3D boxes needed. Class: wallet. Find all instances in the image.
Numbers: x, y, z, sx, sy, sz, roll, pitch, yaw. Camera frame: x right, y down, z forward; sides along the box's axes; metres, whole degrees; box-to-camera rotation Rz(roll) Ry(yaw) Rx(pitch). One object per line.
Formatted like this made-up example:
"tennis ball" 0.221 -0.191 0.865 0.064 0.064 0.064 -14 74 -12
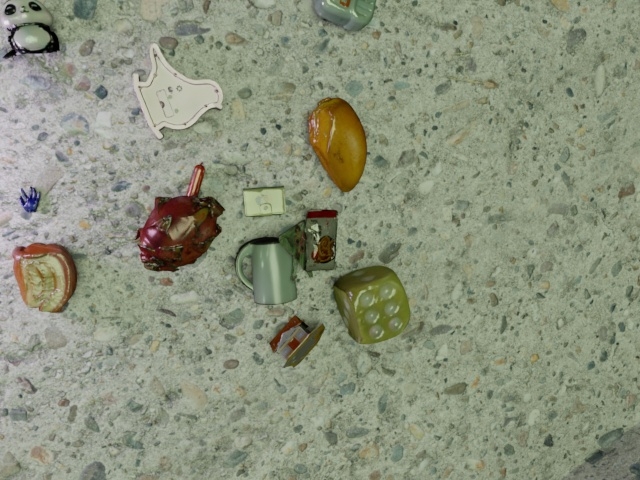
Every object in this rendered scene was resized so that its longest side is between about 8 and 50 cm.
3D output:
"wallet" -0.208 -0.143 1.829 0.155 0.039 0.110 -5 96 -14

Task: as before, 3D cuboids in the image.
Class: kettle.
"kettle" -0.202 0.105 1.808 0.221 0.161 0.236 -4 99 -4

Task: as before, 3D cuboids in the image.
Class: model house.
"model house" -0.097 0.364 1.889 0.136 0.207 0.219 39 88 21

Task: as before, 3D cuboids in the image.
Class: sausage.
"sausage" -0.444 -0.212 1.755 0.048 0.050 0.145 20 95 25

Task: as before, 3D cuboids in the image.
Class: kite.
"kite" -0.079 0.035 1.825 0.323 0.013 0.267 54 39 -50

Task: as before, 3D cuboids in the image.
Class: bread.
"bread" -0.918 0.130 1.653 0.190 0.123 0.244 -11 102 -14

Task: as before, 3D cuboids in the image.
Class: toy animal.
"toy animal" -0.915 -0.662 1.523 0.166 0.138 0.179 -15 107 -28

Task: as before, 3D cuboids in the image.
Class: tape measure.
"tape measure" 0.100 -0.890 1.748 0.246 0.125 0.243 14 88 -18

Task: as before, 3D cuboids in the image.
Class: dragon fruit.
"dragon fruit" -0.482 -0.037 1.683 0.250 0.250 0.315 31 108 -16

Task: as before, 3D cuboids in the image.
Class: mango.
"mango" 0.070 -0.342 1.795 0.199 0.201 0.349 -13 112 16

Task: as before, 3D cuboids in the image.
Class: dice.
"dice" 0.195 0.243 1.887 0.227 0.233 0.238 -18 103 -11

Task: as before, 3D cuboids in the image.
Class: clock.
"clock" -0.494 -0.527 1.679 0.276 0.080 0.290 -24 105 -10

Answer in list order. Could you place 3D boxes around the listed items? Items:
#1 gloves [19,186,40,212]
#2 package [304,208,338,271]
"gloves" -0.975 -0.138 1.646 0.064 0.026 0.086 9 96 -13
"package" 0.000 0.000 1.887 0.154 0.030 0.239 -1 94 -40
